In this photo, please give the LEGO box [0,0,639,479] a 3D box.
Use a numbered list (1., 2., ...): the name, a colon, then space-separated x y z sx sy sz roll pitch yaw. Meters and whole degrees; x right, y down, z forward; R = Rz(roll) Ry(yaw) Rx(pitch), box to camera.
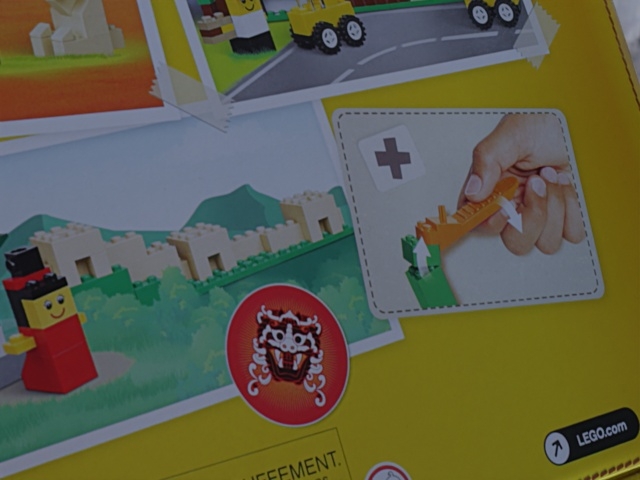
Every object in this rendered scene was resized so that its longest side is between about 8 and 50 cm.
1. LEGO box: -0.111 -0.028 0.595 0.500 0.372 0.193 -11 171 -36
